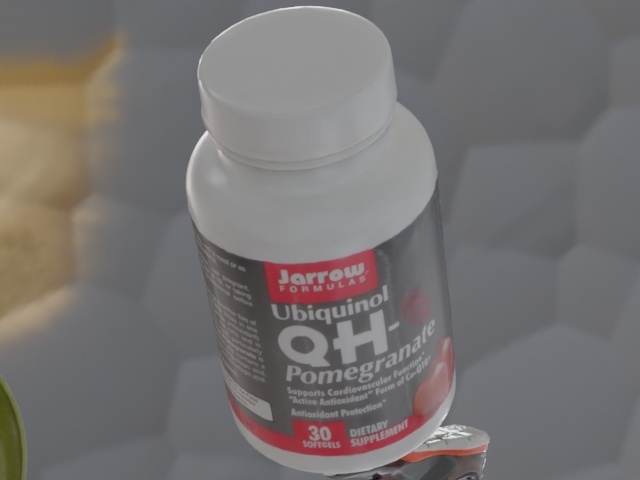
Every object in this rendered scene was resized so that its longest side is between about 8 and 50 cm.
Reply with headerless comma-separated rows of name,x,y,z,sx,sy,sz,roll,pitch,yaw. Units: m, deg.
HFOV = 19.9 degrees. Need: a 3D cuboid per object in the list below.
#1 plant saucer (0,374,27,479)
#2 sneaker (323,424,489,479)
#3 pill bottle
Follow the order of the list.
plant saucer,-0.291,0.162,1.123,0.241,0.241,0.037,54,-10,34
sneaker,0.077,0.205,1.602,0.061,0.158,0.065,-150,-124,-71
pill bottle,0.000,0.000,1.300,0.176,0.176,0.319,-125,-160,-47
